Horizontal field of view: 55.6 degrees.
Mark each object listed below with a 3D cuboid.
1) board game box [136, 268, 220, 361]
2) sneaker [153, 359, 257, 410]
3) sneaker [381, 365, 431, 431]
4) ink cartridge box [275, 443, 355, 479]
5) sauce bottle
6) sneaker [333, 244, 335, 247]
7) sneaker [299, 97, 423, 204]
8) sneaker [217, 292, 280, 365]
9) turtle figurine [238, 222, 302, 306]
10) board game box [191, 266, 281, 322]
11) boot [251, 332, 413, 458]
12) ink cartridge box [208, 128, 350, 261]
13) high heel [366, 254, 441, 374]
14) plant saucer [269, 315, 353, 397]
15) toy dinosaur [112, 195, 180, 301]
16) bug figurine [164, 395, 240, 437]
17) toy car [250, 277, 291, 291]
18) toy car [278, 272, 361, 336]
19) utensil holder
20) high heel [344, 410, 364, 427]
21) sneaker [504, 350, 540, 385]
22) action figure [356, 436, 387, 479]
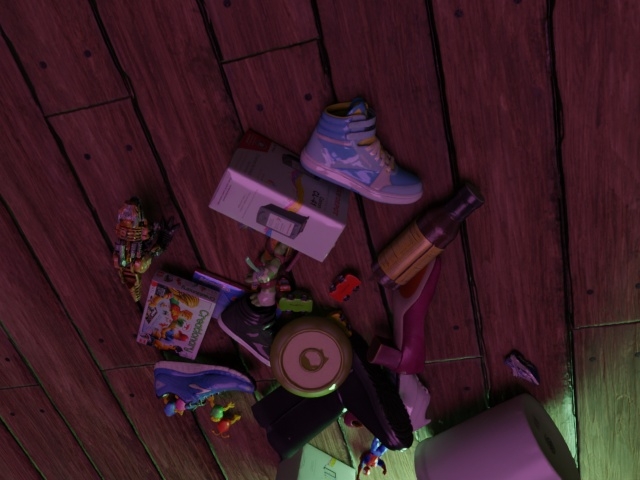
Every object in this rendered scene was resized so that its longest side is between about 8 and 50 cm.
[{"bbox_3d":[-0.432,0.231,1.824,0.192,0.053,0.305,21,131,-6],"label":"board game box"},{"bbox_3d":[-0.362,0.460,1.904,0.329,0.147,0.130,2,166,7],"label":"sneaker"},{"bbox_3d":[0.271,0.465,1.888,0.129,0.111,0.297,-16,113,-17],"label":"sneaker"},{"bbox_3d":[-0.021,0.855,2.116,0.232,0.168,0.171,33,121,-13],"label":"ink cartridge box"},{"bbox_3d":[0.279,-0.010,1.575,0.111,0.111,0.344,37,119,-15],"label":"sauce bottle"},{"bbox_3d":[0.000,0.000,1.668,0.083,0.032,0.037,0,108,2],"label":"sneaker"},{"bbox_3d":[0.125,-0.220,1.456,0.318,0.127,0.208,18,123,-5],"label":"sneaker"},{"bbox_3d":[-0.145,0.265,1.769,0.295,0.105,0.147,36,125,-10],"label":"sneaker"},{"bbox_3d":[-0.176,0.039,1.618,0.197,0.274,0.266,36,131,25],"label":"turtle figurine"},{"bbox_3d":[-0.260,0.189,1.816,0.281,0.027,0.145,23,123,-7],"label":"board game box"},{"bbox_3d":[0.024,0.549,1.847,0.445,0.367,0.146,-38,152,22],"label":"boot"},{"bbox_3d":[-0.090,-0.113,1.490,0.306,0.226,0.131,25,123,-10],"label":"ink cartridge box"},{"bbox_3d":[0.284,0.211,1.713,0.181,0.127,0.377,18,114,-22],"label":"high heel"},{"bbox_3d":[-0.026,0.336,1.724,0.240,0.037,0.241,0,97,-2],"label":"plant saucer"},{"bbox_3d":[-0.503,0.020,1.629,0.164,0.218,0.322,28,121,-11],"label":"toy dinosaur"},{"bbox_3d":[-0.405,0.569,2.021,0.278,0.072,0.216,18,145,-3],"label":"bug figurine"},{"bbox_3d":[-0.145,0.128,1.749,0.121,0.060,0.041,-1,90,0],"label":"toy car"},{"bbox_3d":[-0.007,0.177,1.752,0.224,0.053,0.239,5,122,-3],"label":"toy car"},{"bbox_3d":[0.537,0.691,1.855,0.385,0.328,0.327,-35,112,23],"label":"utensil holder"},{"bbox_3d":[0.144,0.598,1.932,0.082,0.117,0.244,25,145,-26],"label":"high heel"},{"bbox_3d":[0.604,0.388,1.822,0.135,0.052,0.058,45,127,-11],"label":"sneaker"},{"bbox_3d":[0.191,0.724,2.032,0.091,0.139,0.281,17,125,-2],"label":"action figure"}]
